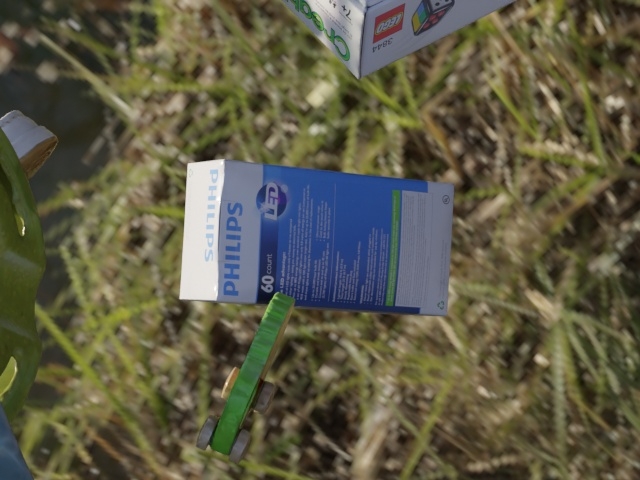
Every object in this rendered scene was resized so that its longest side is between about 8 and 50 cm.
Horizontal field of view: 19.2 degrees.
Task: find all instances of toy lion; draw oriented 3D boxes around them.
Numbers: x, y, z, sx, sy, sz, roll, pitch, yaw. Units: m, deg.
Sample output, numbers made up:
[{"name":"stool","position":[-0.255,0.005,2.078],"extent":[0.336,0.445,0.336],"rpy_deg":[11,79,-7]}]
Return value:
[{"name":"toy lion","position":[-0.043,0.085,1.254],"extent":[0.034,0.100,0.096],"rpy_deg":[23,121,3]}]

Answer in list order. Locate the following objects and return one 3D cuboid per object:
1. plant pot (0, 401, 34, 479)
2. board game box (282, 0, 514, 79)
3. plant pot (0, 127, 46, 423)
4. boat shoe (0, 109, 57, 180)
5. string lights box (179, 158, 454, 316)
[{"name":"plant pot","position":[-0.244,0.072,0.453],"extent":[0.248,0.252,0.247],"rpy_deg":[-18,96,53]},{"name":"board game box","position":[0.084,-0.218,0.977],"extent":[0.305,0.053,0.193],"rpy_deg":[-28,59,-24]},{"name":"plant pot","position":[-0.287,0.025,0.947],"extent":[0.254,0.276,0.276],"rpy_deg":[-5,71,21]},{"name":"boat shoe","position":[-0.297,-0.018,1.212],"extent":[0.277,0.098,0.096],"rpy_deg":[-31,89,15]},{"name":"string lights box","position":[0.000,0.000,1.813],"extent":[0.077,0.260,0.133],"rpy_deg":[-1,85,59]}]
